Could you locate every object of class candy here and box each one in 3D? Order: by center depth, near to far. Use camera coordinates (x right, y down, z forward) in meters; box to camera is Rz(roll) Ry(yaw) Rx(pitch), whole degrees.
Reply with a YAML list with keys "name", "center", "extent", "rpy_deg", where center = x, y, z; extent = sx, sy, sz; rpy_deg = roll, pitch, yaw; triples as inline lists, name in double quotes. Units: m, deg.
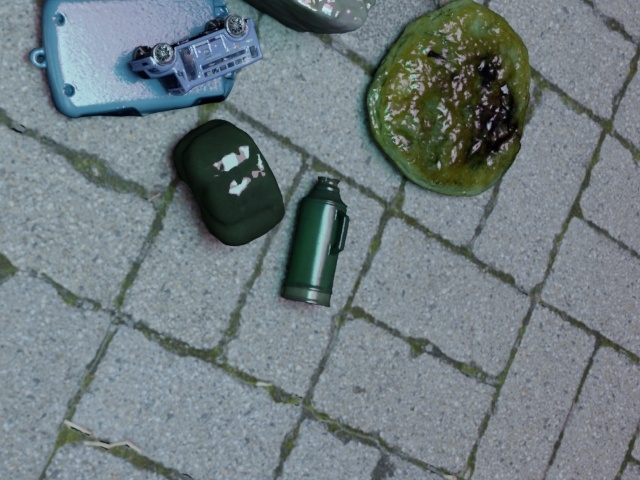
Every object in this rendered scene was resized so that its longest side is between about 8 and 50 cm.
- name: "candy"
  center: [-0.030, -0.377, 1.426]
  extent: [0.184, 0.195, 0.137]
  rpy_deg: [28, 84, -32]

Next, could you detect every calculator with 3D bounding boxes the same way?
- name: "calculator"
  center: [-0.242, -0.253, 1.389]
  extent: [0.293, 0.051, 0.173]
  rpy_deg: [-10, 100, -28]

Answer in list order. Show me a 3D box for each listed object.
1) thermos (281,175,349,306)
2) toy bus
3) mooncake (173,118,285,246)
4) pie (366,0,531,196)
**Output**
- name: "thermos"
  center: [-0.004, -0.001, 1.519]
  extent: [0.073, 0.083, 0.188]
  rpy_deg: [11, 86, -6]
- name: "toy bus"
  center: [-0.162, -0.240, 1.362]
  extent: [0.167, 0.073, 0.076]
  rpy_deg: [-27, 108, -25]
- name: "mooncake"
  center: [-0.130, -0.079, 1.426]
  extent: [0.104, 0.168, 0.175]
  rpy_deg: [-33, 76, -13]
- name: "pie"
  center: [0.219, -0.215, 1.637]
  extent: [0.323, 0.070, 0.323]
  rpy_deg: [-3, 96, -30]
